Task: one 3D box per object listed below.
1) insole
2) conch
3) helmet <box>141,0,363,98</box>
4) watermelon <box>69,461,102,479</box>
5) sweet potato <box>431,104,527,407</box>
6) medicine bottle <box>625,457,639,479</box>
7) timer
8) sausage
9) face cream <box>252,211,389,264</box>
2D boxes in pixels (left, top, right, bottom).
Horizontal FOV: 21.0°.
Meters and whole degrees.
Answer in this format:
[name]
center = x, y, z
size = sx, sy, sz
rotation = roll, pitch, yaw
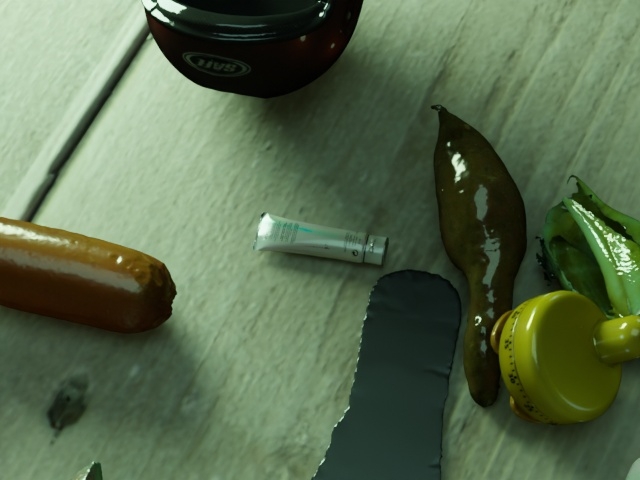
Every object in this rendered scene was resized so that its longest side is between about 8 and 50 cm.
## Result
[insole]
center = 0.051, 0.165, 1.382
size = 0.109, 0.007, 0.322
rotation = 10, 62, 6
[conch]
center = 0.249, 0.033, 1.407
size = 0.095, 0.079, 0.201
rotation = -42, 55, -13
[helmet]
center = -0.057, -0.223, 1.493
size = 0.189, 0.193, 0.216
rotation = 11, 49, 12
[watermelon]
center = -0.208, 0.254, 1.316
size = 0.101, 0.080, 0.155
rotation = -16, 77, 4
[sweet potato]
center = 0.137, 0.004, 1.429
size = 0.075, 0.075, 0.269
rotation = -5, 69, 0
[medicine bottle]
center = 0.238, 0.297, 1.230
size = 0.133, 0.133, 0.274
rotation = 20, 64, 13
[timer]
center = 0.196, 0.090, 1.344
size = 0.107, 0.109, 0.107
rotation = 13, 69, -36
[sausage]
center = -0.215, 0.028, 1.433
size = 0.197, 0.076, 0.076
rotation = 12, 63, 8
[face cream]
center = 0.000, 0.000, 1.467
size = 0.115, 0.020, 0.038
rotation = 9, 63, 9
